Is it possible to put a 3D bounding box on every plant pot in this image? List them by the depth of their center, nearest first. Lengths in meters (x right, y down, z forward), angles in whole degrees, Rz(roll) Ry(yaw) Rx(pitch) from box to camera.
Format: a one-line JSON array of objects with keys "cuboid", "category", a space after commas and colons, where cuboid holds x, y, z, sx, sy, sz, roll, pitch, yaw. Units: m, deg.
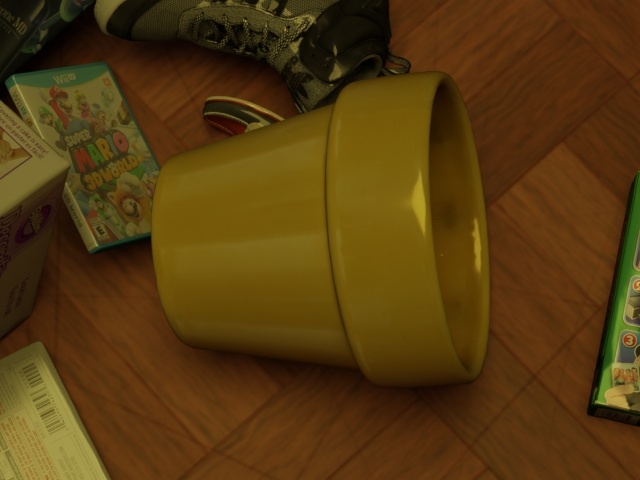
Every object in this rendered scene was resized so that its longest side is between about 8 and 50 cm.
[{"cuboid": [0.000, 0.000, 1.604, 0.239, 0.254, 0.254, -6, 72, 14], "category": "plant pot"}]

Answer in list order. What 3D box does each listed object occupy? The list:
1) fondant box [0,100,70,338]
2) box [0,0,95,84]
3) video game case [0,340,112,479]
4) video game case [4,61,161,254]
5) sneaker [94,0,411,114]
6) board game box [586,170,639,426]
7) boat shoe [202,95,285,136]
[{"cuboid": [-0.354, 0.061, 1.521, 0.096, 0.238, 0.330, 41, 56, 11], "category": "fondant box"}, {"cuboid": [-0.371, -0.263, 1.615, 0.395, 0.293, 0.212, -44, 51, -12], "category": "box"}, {"cuboid": [-0.273, 0.218, 1.638, 0.193, 0.023, 0.212, -27, 76, -8], "category": "video game case"}, {"cuboid": [-0.189, -0.073, 1.683, 0.119, 0.015, 0.166, -16, 76, -52], "category": "video game case"}, {"cuboid": [-0.051, -0.176, 1.692, 0.268, 0.101, 0.153, -10, 65, -20], "category": "sneaker"}, {"cuboid": [0.403, 0.078, 1.675, 0.317, 0.046, 0.213, 13, 72, 4], "category": "board game box"}, {"cuboid": [-0.043, -0.085, 1.722, 0.137, 0.049, 0.043, 23, 76, 2], "category": "boat shoe"}]
